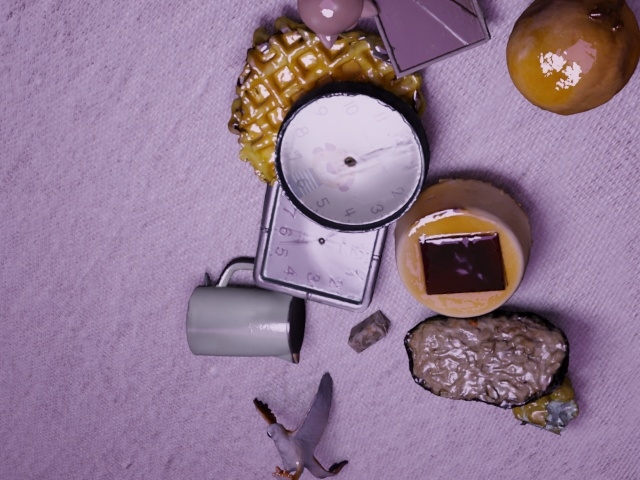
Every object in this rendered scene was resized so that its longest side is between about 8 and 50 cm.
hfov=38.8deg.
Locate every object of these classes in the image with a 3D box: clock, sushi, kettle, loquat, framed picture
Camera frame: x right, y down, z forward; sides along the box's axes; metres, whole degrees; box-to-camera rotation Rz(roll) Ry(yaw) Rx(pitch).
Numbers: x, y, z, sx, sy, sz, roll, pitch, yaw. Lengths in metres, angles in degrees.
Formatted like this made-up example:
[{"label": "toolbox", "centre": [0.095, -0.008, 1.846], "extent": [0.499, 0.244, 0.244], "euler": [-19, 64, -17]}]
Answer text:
[{"label": "clock", "centre": [0.059, -0.156, 1.779], "extent": [0.313, 0.061, 0.312], "euler": [5, 119, 8]}, {"label": "sushi", "centre": [0.352, 0.252, 1.941], "extent": [0.350, 0.171, 0.210], "euler": [3, 88, 20]}, {"label": "kettle", "centre": [-0.165, 0.160, 2.085], "extent": [0.255, 0.165, 0.240], "euler": [1, 91, 15]}, {"label": "loquat", "centre": [0.441, -0.334, 1.593], "extent": [0.238, 0.193, 0.238], "euler": [25, 136, 27]}, {"label": "framed picture", "centre": [0.178, -0.448, 1.653], "extent": [0.189, 0.023, 0.260], "euler": [-22, 101, 13]}, {"label": "clock", "centre": [0.000, 0.000, 1.973], "extent": [0.279, 0.049, 0.273], "euler": [15, 108, 8]}]

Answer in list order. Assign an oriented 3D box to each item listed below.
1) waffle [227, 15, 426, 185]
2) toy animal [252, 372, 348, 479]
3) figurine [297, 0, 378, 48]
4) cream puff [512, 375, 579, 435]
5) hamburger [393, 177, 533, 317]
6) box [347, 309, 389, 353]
[{"label": "waffle", "centre": [0.010, -0.249, 1.818], "extent": [0.382, 0.095, 0.379], "euler": [16, 117, 3]}, {"label": "toy animal", "centre": [-0.049, 0.515, 2.174], "extent": [0.225, 0.302, 0.284], "euler": [-20, 107, 22]}, {"label": "figurine", "centre": [0.020, -0.434, 1.652], "extent": [0.125, 0.125, 0.138], "euler": [-32, 109, 29]}, {"label": "cream puff", "centre": [0.506, 0.360, 2.026], "extent": [0.121, 0.156, 0.156], "euler": [36, 137, 47]}, {"label": "hamburger", "centre": [0.286, 0.014, 1.853], "extent": [0.302, 0.170, 0.302], "euler": [5, 116, 11]}, {"label": "box", "centre": [0.111, 0.210, 2.080], "extent": [0.098, 0.062, 0.045], "euler": [-37, 108, 28]}]
